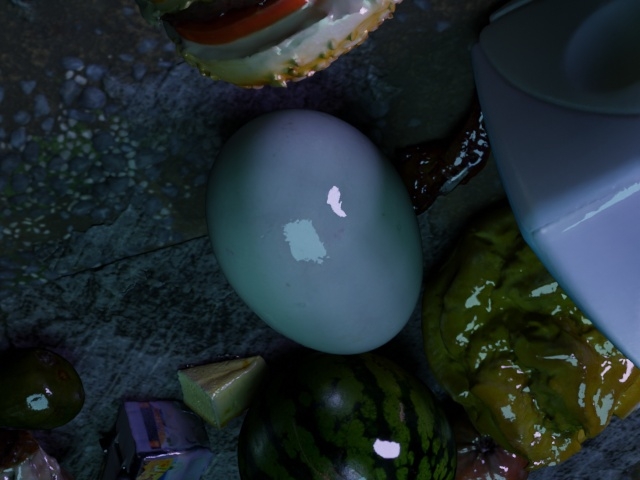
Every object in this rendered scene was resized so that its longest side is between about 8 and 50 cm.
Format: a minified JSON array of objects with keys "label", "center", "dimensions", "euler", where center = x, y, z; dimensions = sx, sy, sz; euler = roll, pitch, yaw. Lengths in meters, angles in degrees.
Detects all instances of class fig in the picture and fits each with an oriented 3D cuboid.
[{"label":"fig","center":[-0.392,0.201,2.077],"dimensions":[0.177,0.117,0.117],"euler":[-22,137,37]}]

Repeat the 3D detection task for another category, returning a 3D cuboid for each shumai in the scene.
[{"label":"shumai","center":[-0.436,0.315,2.170],"dimensions":[0.201,0.201,0.120],"euler":[-11,95,4]}]

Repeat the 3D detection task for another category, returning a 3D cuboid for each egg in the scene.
[{"label":"egg","center":[0.000,0.000,1.826],"dimensions":[0.230,0.230,0.371],"euler":[-17,141,10]}]

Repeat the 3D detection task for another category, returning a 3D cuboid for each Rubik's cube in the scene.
[{"label":"Rubik's cube","center":[0.396,-0.104,1.689],"dimensions":[0.347,0.351,0.352],"euler":[-29,135,21]}]

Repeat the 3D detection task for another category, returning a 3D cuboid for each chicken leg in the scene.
[{"label":"chicken leg","center":[0.153,-0.101,1.878],"dimensions":[0.093,0.053,0.205],"euler":[37,118,-20]}]

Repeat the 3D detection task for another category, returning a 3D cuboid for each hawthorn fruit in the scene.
[{"label":"hawthorn fruit","center":[0.224,0.319,2.250],"dimensions":[0.149,0.149,0.189],"euler":[-4,132,-4]}]

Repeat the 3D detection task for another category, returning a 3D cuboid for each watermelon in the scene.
[{"label":"watermelon","center":[0.035,0.280,2.097],"dimensions":[0.285,0.285,0.285],"euler":[-4,136,-4]}]

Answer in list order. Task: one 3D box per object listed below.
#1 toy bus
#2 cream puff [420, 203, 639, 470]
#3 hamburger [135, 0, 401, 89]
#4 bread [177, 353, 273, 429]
[{"label":"toy bus","center":[-0.250,0.355,2.252],"dimensions":[0.138,0.112,0.317],"euler":[-1,138,-22]},{"label":"cream puff","center":[0.293,0.124,1.985],"dimensions":[0.324,0.257,0.291],"euler":[-27,137,19]},{"label":"hamburger","center":[-0.050,-0.308,1.436],"dimensions":[0.330,0.330,0.250],"euler":[-36,125,26]},{"label":"bread","center":[-0.127,0.185,2.153],"dimensions":[0.109,0.080,0.084],"euler":[-37,141,-21]}]
